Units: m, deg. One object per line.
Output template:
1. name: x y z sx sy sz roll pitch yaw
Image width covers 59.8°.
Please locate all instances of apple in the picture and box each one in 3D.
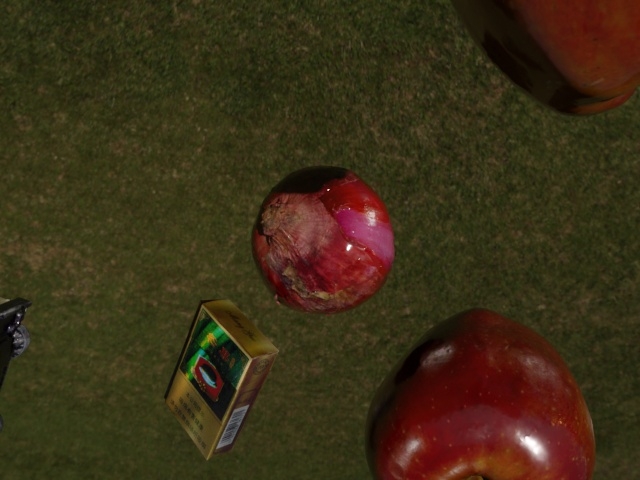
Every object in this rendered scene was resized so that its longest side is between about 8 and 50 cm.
1. apple: 0.179 -0.203 0.341 0.233 0.234 0.234 -1 136 -1
2. apple: 0.212 0.247 0.754 0.288 0.317 0.288 8 114 18

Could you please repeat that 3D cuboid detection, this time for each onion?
1. onion: 0.000 0.000 0.993 0.276 0.276 0.276 -1 136 -1

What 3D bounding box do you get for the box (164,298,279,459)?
1. box: -0.183 0.244 0.992 0.071 0.159 0.240 -2 123 -48

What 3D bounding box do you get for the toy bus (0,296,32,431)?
1. toy bus: -0.554 0.219 0.789 0.179 0.143 0.306 18 93 -7
